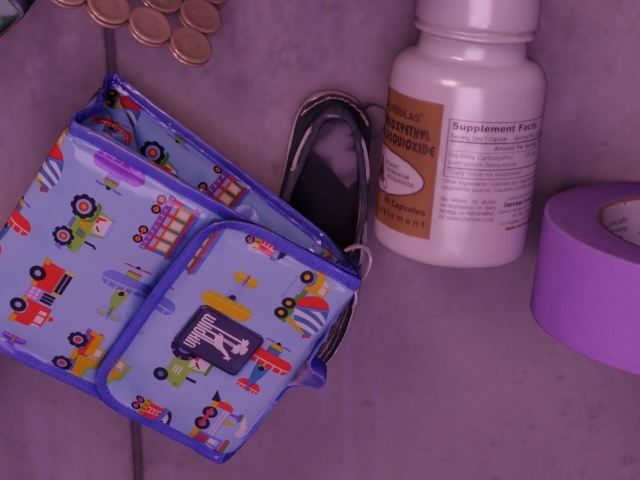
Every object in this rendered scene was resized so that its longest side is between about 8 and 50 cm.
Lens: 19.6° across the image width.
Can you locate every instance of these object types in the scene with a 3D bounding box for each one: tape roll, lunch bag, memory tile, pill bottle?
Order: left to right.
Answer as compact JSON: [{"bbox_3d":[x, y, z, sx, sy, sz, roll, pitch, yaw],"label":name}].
[{"bbox_3d":[-0.148,-0.205,1.507,0.148,0.113,0.012,24,139,-14],"label":"memory tile"},{"bbox_3d":[-0.121,0.041,1.549,0.293,0.138,0.221,32,113,-6],"label":"lunch bag"},{"bbox_3d":[0.119,-0.103,1.532,0.131,0.131,0.229,5,107,-2],"label":"pill bottle"},{"bbox_3d":[0.312,0.033,1.502,0.275,0.275,0.090,5,107,-2],"label":"tape roll"}]

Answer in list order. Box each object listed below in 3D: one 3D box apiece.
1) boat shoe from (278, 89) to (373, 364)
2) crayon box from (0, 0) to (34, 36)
[{"bbox_3d":[0.000,0.000,1.590,0.095,0.079,0.254,11,107,-4],"label":"boat shoe"},{"bbox_3d":[-0.349,-0.290,1.427,0.083,0.203,0.323,-39,104,10],"label":"crayon box"}]
